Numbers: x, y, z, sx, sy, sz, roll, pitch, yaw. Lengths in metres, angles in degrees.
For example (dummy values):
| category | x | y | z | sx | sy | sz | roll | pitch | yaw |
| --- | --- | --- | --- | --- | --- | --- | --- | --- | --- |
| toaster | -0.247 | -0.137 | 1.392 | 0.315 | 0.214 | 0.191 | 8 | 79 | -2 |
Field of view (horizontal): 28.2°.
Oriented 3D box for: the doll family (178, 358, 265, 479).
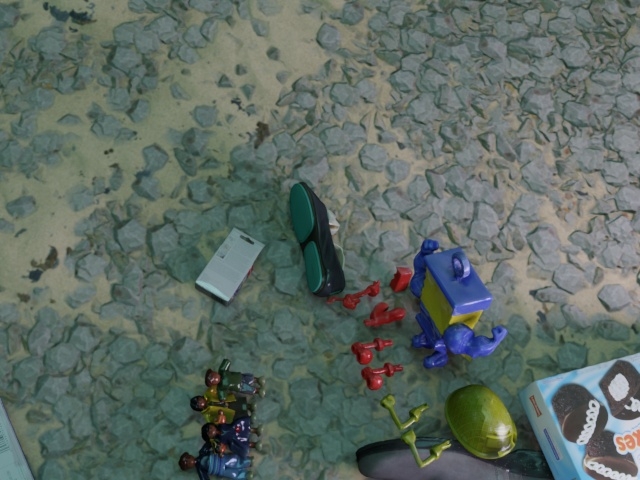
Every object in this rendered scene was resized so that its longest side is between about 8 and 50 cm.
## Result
| category | x | y | z | sx | sy | sz | roll | pitch | yaw |
| --- | --- | --- | --- | --- | --- | --- | --- | --- | --- |
| doll family | -0.148 | 0.276 | 1.891 | 0.111 | 0.076 | 0.193 | 12 | 60 | -22 |

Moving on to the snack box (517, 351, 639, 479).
| category | x | y | z | sx | sy | sz | roll | pitch | yaw |
| --- | --- | --- | --- | --- | --- | --- | --- | --- | --- |
| snack box | 0.466 | 0.271 | 1.912 | 0.322 | 0.060 | 0.187 | -10 | 68 | -32 |

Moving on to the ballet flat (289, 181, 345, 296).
| category | x | y | z | sx | sy | sz | roll | pitch | yaw |
| --- | --- | --- | --- | --- | --- | --- | --- | --- | --- |
| ballet flat | 0.000 | 0.000 | 2.035 | 0.074 | 0.074 | 0.203 | -8 | 62 | -9 |

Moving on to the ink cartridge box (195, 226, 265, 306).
| category | x | y | z | sx | sy | sz | roll | pitch | yaw |
| --- | --- | --- | --- | --- | --- | --- | --- | --- | --- |
| ink cartridge box | -0.143 | 0.042 | 2.018 | 0.063 | 0.029 | 0.115 | 30 | 66 | 8 |

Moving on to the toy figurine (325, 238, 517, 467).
| category | x | y | z | sx | sy | sz | roll | pitch | yaw |
| --- | --- | --- | --- | --- | --- | --- | --- | --- | --- |
| toy figurine | 0.171 | 0.120 | 1.848 | 0.191 | 0.217 | 0.362 | -5 | 45 | -24 |

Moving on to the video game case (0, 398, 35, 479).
| category | x | y | z | sx | sy | sz | roll | pitch | yaw |
| --- | --- | --- | --- | --- | --- | --- | --- | --- | --- |
| video game case | -0.525 | 0.386 | 1.814 | 0.244 | 0.061 | 0.269 | -23 | 71 | -15 |

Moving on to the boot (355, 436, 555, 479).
| category | x | y | z | sx | sy | sz | roll | pitch | yaw |
| --- | --- | --- | --- | --- | --- | --- | --- | --- | --- |
| boot | 0.212 | 0.411 | 1.856 | 0.338 | 0.118 | 0.222 | 6 | 72 | 1 |
